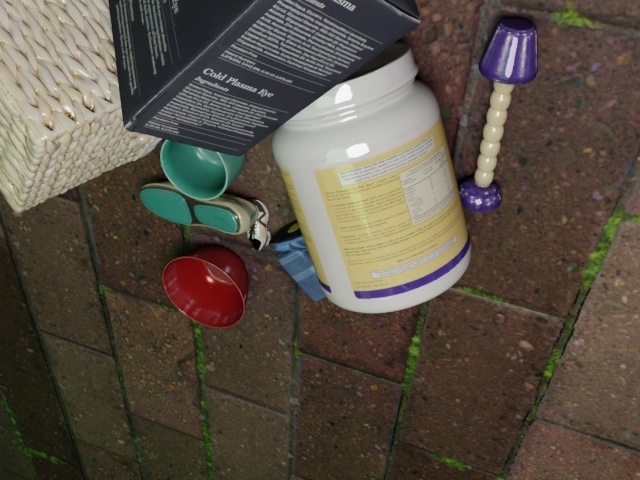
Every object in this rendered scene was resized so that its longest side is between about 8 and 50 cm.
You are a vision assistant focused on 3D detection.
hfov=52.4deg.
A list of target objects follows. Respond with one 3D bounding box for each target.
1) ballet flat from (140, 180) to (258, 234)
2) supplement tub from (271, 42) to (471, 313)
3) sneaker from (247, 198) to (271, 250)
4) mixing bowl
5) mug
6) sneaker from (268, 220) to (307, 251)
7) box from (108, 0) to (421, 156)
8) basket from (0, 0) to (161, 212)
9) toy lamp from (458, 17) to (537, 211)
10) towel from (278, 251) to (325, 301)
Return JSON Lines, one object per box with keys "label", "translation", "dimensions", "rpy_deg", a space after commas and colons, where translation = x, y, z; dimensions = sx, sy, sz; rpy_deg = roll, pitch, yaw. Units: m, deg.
{"label": "ballet flat", "translation": [-0.222, -0.068, 1.208], "dimensions": [0.248, 0.086, 0.086], "rpy_deg": [18, 132, 27]}
{"label": "supplement tub", "translation": [0.071, -0.089, 0.938], "dimensions": [0.241, 0.241, 0.331], "rpy_deg": [-4, 118, 28]}
{"label": "sneaker", "translation": [-0.119, -0.028, 1.218], "dimensions": [0.040, 0.043, 0.109], "rpy_deg": [5, 125, 25]}
{"label": "mixing bowl", "translation": [-0.214, 0.078, 1.307], "dimensions": [0.182, 0.098, 0.181], "rpy_deg": [13, 130, 17]}
{"label": "mug", "translation": [-0.190, -0.157, 1.112], "dimensions": [0.129, 0.097, 0.157], "rpy_deg": [33, 132, -1]}
{"label": "sneaker", "translation": [0.000, 0.000, 1.166], "dimensions": [0.209, 0.069, 0.082], "rpy_deg": [-15, 122, 33]}
{"label": "box", "translation": [-0.092, -0.327, 0.756], "dimensions": [0.312, 0.179, 0.343], "rpy_deg": [-28, 65, 39]}
{"label": "basket", "translation": [-0.396, -0.256, 0.937], "dimensions": [0.331, 0.266, 0.328], "rpy_deg": [54, 147, -6]}
{"label": "toy lamp", "translation": [0.246, -0.171, 0.912], "dimensions": [0.080, 0.080, 0.274], "rpy_deg": [16, 133, 14]}
{"label": "towel", "translation": [-0.024, 0.061, 1.251], "dimensions": [0.067, 0.029, 0.119], "rpy_deg": [-27, 110, 38]}
